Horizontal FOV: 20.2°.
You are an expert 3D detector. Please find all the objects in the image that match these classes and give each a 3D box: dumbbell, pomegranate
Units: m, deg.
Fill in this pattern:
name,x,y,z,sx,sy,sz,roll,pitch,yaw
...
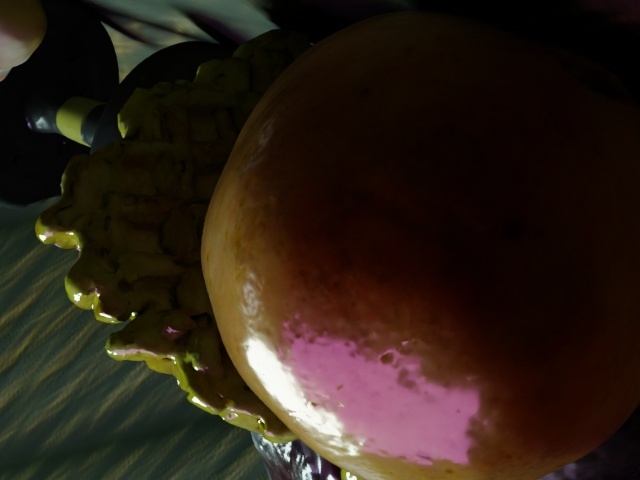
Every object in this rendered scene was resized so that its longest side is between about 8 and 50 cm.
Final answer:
name,x,y,z,sx,sy,sz,roll,pitch,yaw
dumbbell,-0.134,-0.071,1.130,0.325,0.143,0.143,21,174,35
pomegranate,0.054,0.009,0.744,0.209,0.209,0.209,24,175,2

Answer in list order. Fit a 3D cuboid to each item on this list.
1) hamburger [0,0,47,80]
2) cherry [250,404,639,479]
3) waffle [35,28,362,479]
name,x,y,z,sx,sy,sz,roll,pitch,yaw
hamburger,-0.288,-0.111,0.915,0.276,0.237,0.276,24,173,3
cherry,0.101,0.082,1.061,0.255,0.296,0.218,-122,18,-46
waffle,-0.001,0.001,0.893,0.254,0.245,0.052,34,141,10
